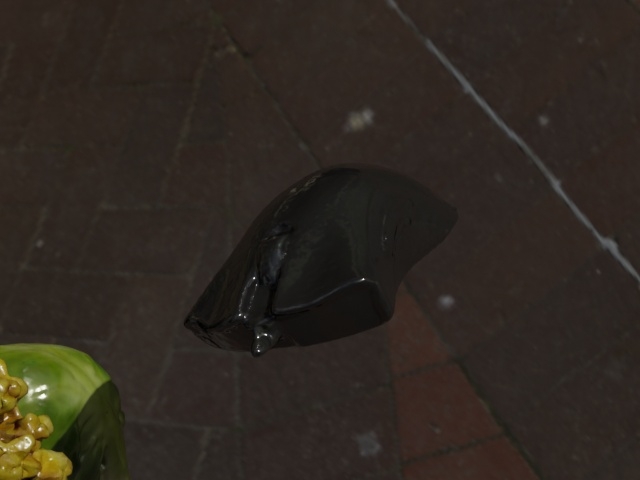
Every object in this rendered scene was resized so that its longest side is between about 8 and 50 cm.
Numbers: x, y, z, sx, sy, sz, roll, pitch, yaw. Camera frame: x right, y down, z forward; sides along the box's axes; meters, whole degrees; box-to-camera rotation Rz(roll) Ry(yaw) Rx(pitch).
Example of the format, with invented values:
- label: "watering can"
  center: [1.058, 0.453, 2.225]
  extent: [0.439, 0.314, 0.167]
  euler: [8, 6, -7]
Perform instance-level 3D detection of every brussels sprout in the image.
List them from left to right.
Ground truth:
- label: "brussels sprout"
  center: [-0.278, 0.185, 1.224]
  extent: [0.223, 0.223, 0.161]
  euler: [-48, 51, -1]

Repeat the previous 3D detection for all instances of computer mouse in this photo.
- label: "computer mouse"
  center: [0.000, 0.000, 0.924]
  extent: [0.147, 0.088, 0.264]
  euler: [-12, 20, 24]

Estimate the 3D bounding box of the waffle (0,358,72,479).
- label: "waffle"
  center: [-0.250, 0.142, 0.790]
  extent: [0.193, 0.070, 0.197]
  euler: [-37, 92, 12]
